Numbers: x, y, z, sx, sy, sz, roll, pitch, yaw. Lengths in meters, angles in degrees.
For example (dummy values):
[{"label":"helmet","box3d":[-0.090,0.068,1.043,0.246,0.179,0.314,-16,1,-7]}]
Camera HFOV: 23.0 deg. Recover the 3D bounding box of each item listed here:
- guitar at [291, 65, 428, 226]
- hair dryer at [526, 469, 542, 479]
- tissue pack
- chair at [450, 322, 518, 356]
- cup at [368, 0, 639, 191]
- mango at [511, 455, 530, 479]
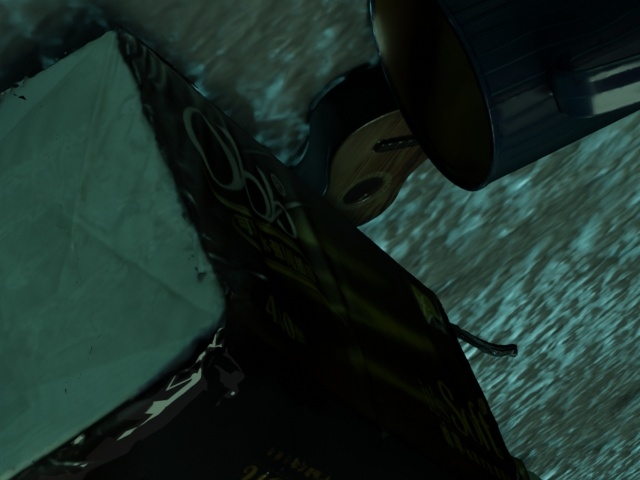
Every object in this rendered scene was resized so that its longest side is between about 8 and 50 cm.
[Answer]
[{"label":"guitar","box3d":[-0.001,-0.001,0.909,0.083,0.038,0.271,-11,148,-33]},{"label":"hair dryer","box3d":[0.121,0.323,1.532,0.237,0.206,0.075,-5,129,3]},{"label":"tissue pack","box3d":[-0.062,0.084,0.770,0.210,0.198,0.370,-28,148,14]},{"label":"chair","box3d":[0.004,0.118,1.092,0.213,0.149,0.174,25,140,-7]},{"label":"cup","box3d":[0.118,-0.091,0.740,0.138,0.150,0.113,-25,146,-14]},{"label":"mango","box3d":[0.051,0.302,1.414,0.329,0.176,0.176,-35,-173,-37]}]
